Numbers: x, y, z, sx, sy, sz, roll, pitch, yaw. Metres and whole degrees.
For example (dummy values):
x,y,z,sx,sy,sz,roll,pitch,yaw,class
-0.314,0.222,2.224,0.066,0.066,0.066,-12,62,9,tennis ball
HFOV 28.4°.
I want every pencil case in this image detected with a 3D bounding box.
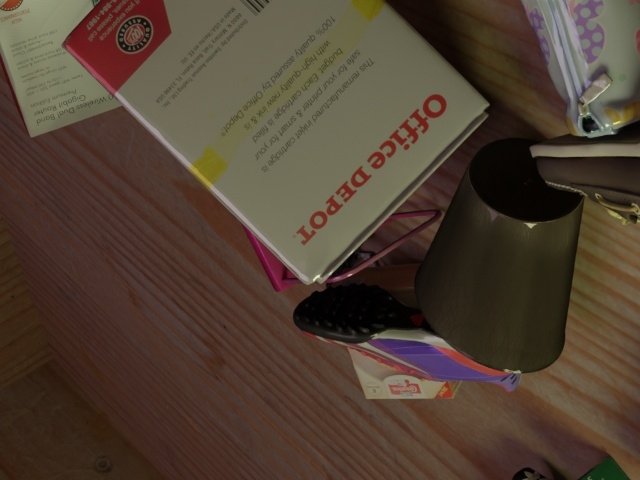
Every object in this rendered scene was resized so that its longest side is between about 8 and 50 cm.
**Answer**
x,y,z,sx,sy,sz,roll,pitch,yaw,class
0.229,-0.229,1.135,0.113,0.124,0.273,2,119,61,pencil case

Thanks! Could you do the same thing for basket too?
x,y,z,sx,sy,sz,roll,pitch,yaw,class
0.211,0.009,1.422,0.204,0.154,0.227,44,148,27,basket

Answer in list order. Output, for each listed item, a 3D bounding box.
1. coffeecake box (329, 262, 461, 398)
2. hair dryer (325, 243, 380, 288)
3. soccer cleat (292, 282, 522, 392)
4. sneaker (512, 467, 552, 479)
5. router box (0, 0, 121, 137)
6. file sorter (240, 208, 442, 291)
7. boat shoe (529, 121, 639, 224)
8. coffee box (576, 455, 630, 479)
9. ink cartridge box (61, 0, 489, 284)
x,y,z,sx,sy,sz,roll,pitch,yaw,class
0.109,0.129,1.776,0.142,0.068,0.185,-5,118,31,coffeecake box
0.000,0.000,1.886,0.223,0.080,0.293,2,120,62,hair dryer
0.114,0.134,1.667,0.318,0.108,0.116,5,128,22,soccer cleat
0.296,0.431,1.807,0.121,0.108,0.302,45,145,28,sneaker
-0.291,-0.336,1.734,0.082,0.335,0.301,-127,20,-49,router box
-0.004,-0.110,1.625,0.182,0.202,0.291,-6,113,60,file sorter
0.304,-0.060,1.167,0.324,0.116,0.097,4,109,65,boat shoe
0.375,0.374,1.575,0.184,0.113,0.040,51,158,14,coffee box
-0.043,-0.176,1.411,0.385,0.279,0.160,45,-176,3,ink cartridge box
